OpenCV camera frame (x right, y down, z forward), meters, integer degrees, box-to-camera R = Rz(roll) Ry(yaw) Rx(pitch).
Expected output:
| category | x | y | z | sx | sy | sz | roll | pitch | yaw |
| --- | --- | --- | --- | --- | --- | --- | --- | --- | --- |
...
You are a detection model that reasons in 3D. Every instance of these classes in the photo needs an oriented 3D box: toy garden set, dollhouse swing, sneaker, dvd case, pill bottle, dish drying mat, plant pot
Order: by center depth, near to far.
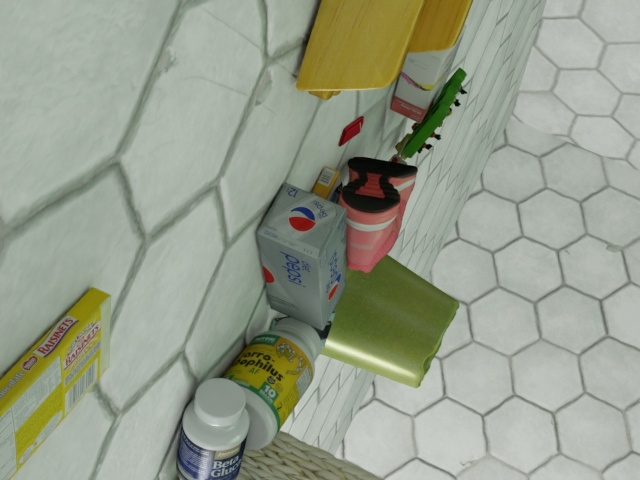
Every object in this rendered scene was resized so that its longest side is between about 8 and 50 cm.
| category | x | y | z | sx | sy | sz | roll | pitch | yaw |
| --- | --- | --- | --- | --- | --- | --- | --- | --- | --- |
| dollhouse swing | 0.200 | -0.293 | 1.201 | 0.347 | 0.305 | 0.315 | -44 | 156 | -64 |
| pill bottle | -0.151 | 0.274 | 1.335 | 0.094 | 0.094 | 0.169 | -52 | 162 | -47 |
| pill bottle | -0.079 | 0.213 | 1.460 | 0.208 | 0.118 | 0.117 | -50 | 161 | -49 |
| dish drying mat | 0.051 | -0.174 | 1.507 | 0.083 | 0.008 | 0.032 | -44 | 157 | -59 |
| sneaker | 0.082 | -0.046 | 1.546 | 0.314 | 0.116 | 0.136 | -55 | 155 | -66 |
| dvd case | -0.037 | 0.161 | 1.625 | 0.120 | 0.013 | 0.087 | -5 | 129 | -30 |
| plant pot | 0.109 | 0.141 | 1.762 | 0.276 | 0.254 | 0.276 | -59 | 169 | -19 |
| toy garden set | 0.200 | -0.202 | 1.787 | 0.203 | 0.049 | 0.244 | -50 | -176 | 33 |

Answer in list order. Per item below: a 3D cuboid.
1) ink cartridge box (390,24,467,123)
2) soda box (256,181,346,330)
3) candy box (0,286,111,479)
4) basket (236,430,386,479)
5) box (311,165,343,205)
| category | x | y | z | sx | sy | sz | roll | pitch | yaw |
| --- | --- | --- | --- | --- | --- | --- | --- | --- | --- |
| ink cartridge box | 0.194 | -0.318 | 1.668 | 0.115 | 0.067 | 0.198 | -56 | 168 | -35 |
| soda box | -0.023 | 0.032 | 1.389 | 0.286 | 0.098 | 0.091 | 88 | 28 | -66 |
| candy box | -0.249 | 0.140 | 0.819 | 0.206 | 0.027 | 0.105 | -53 | 160 | -45 |
| basket | -0.082 | 0.504 | 1.525 | 0.266 | 0.331 | 0.328 | -55 | 165 | -45 |
| box | 0.007 | -0.060 | 1.508 | 0.081 | 0.028 | 0.136 | -63 | 170 | -9 |
